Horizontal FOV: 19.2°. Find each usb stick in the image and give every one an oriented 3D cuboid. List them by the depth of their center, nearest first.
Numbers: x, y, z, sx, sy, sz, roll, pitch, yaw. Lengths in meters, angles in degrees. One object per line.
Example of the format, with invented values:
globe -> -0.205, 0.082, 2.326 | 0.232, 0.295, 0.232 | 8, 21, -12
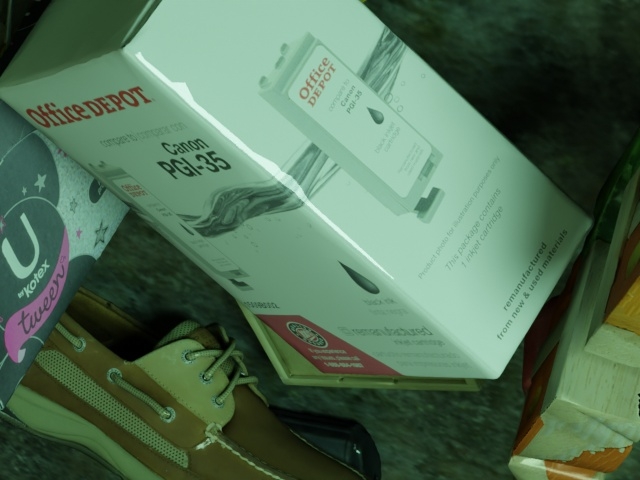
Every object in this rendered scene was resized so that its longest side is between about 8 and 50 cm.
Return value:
usb stick -> -0.081, 0.159, 1.515 | 0.278, 0.045, 0.077 | 7, 136, 26

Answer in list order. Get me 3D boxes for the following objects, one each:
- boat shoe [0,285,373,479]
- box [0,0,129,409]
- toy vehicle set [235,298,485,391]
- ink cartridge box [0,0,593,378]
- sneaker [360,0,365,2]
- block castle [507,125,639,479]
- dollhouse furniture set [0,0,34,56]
boat shoe -> -0.110, 0.120, 1.419 | 0.324, 0.122, 0.120 | 23, 103, 13
box -> -0.226, -0.038, 1.214 | 0.142, 0.247, 0.163 | 6, 137, 28
toy vehicle set -> 0.000, 0.000, 1.292 | 0.166, 0.035, 0.267 | 0, 134, 32
ink cartridge box -> -0.021, -0.050, 1.071 | 0.283, 0.117, 0.207 | 41, 160, -21
sneaker -> -0.041, -0.210, 1.029 | 0.093, 0.088, 0.225 | 12, 152, 50
block castle -> 0.294, 0.039, 1.023 | 0.303, 0.213, 0.453 | 21, 146, -2
dollhouse furniture set -> -0.215, -0.234, 1.026 | 0.151, 0.197, 0.301 | 24, 141, 4
